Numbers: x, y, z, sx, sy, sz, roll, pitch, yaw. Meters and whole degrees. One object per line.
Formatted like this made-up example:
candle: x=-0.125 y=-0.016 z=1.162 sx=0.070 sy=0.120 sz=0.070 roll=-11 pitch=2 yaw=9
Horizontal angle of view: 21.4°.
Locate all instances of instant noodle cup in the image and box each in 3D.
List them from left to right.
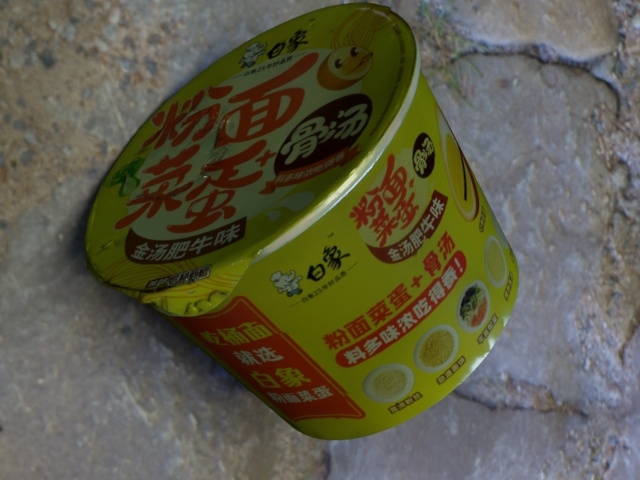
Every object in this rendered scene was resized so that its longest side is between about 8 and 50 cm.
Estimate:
instant noodle cup: x=0.000 y=0.000 z=1.307 sx=0.221 sy=0.311 sz=0.311 roll=51 pitch=62 yaw=-29
